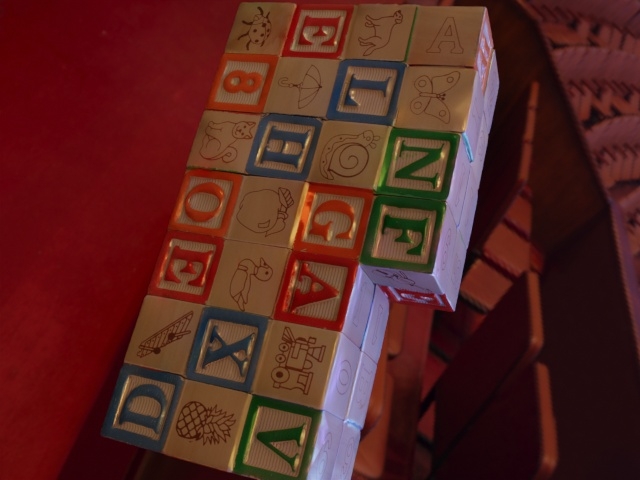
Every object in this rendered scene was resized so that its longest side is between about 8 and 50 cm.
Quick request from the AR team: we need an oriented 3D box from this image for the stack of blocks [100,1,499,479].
[{"bbox_3d":[0.000,0.000,0.487,0.087,0.171,0.297,51,51,-63],"label":"stack of blocks"}]
